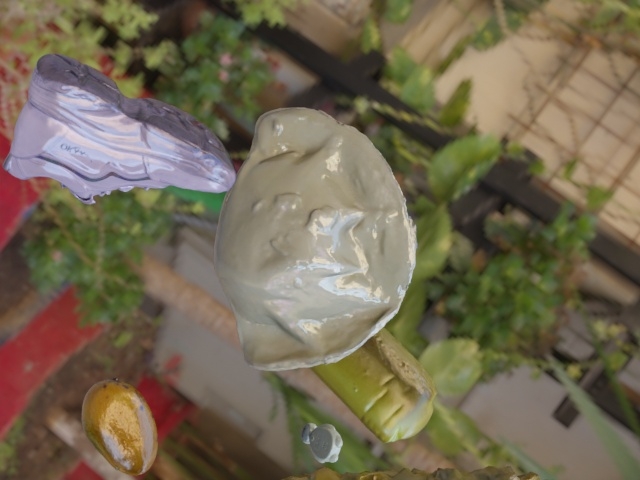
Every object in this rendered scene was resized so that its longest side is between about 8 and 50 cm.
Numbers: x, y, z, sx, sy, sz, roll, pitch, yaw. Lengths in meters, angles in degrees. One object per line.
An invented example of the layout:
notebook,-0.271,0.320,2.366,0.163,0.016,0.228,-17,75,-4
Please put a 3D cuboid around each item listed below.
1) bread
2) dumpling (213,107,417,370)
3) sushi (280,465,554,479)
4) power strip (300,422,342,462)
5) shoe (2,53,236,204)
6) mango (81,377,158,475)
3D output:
bread,0.045,0.168,2.377,0.166,0.383,0.112,-33,166,-52
dumpling,0.000,0.000,2.117,0.233,0.315,0.395,9,83,-67
sushi,0.103,0.366,1.115,0.396,0.240,0.351,42,42,-63
power strip,0.006,0.281,1.986,0.035,0.083,0.055,13,96,-39
shoe,-0.212,-0.088,1.502,0.138,0.245,0.095,-55,-156,23
mango,-0.223,0.209,1.591,0.079,0.114,0.057,-24,177,-32
